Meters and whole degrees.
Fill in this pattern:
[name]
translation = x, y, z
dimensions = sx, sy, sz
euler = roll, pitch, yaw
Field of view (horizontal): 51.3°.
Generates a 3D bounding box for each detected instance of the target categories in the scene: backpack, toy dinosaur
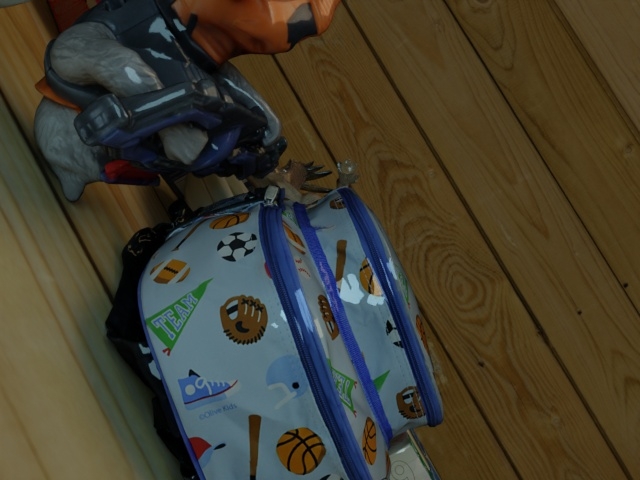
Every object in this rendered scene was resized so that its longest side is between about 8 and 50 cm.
[backpack]
translation = -0.023, 0.085, 0.502
dimensions = 0.276, 0.213, 0.263
euler = 63, 10, -9
[toy dinosaur]
translation = 0.000, 0.000, 0.885
dimensions = 0.296, 0.127, 0.200
euler = 66, -8, -11

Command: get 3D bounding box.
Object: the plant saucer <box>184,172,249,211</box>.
[plant saucer]
translation = -0.088, 0.059, 0.884
dimensions = 0.400, 0.100, 0.400
euler = 61, 0, 0

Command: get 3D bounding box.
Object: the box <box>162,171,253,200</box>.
[box]
translation = -0.150, -0.088, 1.035
dimensions = 0.225, 0.136, 0.036
euler = 61, 0, -40

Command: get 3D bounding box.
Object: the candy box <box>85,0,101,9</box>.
[candy box]
translation = -0.232, -0.269, 0.854
dimensions = 0.233, 0.071, 0.159
euler = 60, 1, 3

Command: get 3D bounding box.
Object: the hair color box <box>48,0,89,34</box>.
[hair color box]
translation = -0.308, -0.278, 0.889
dimensions = 0.167, 0.053, 0.093
euler = 62, 2, 30

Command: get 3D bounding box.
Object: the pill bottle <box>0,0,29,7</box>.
[pill bottle]
translation = -0.255, -0.353, 0.373
dimensions = 0.392, 0.224, 0.224
euler = 59, 1, -44

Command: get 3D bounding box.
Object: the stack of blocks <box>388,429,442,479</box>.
[stack of blocks]
translation = 0.112, 0.312, 0.577
dimensions = 0.297, 0.087, 0.171
euler = 60, 1, 2

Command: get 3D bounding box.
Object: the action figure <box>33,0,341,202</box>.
[action figure]
translation = -0.087, -0.157, 0.539
dimensions = 0.178, 0.330, 0.341
euler = 50, 2, 5
